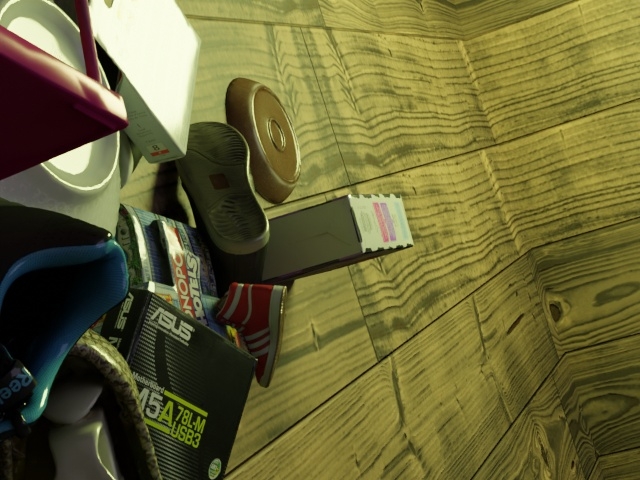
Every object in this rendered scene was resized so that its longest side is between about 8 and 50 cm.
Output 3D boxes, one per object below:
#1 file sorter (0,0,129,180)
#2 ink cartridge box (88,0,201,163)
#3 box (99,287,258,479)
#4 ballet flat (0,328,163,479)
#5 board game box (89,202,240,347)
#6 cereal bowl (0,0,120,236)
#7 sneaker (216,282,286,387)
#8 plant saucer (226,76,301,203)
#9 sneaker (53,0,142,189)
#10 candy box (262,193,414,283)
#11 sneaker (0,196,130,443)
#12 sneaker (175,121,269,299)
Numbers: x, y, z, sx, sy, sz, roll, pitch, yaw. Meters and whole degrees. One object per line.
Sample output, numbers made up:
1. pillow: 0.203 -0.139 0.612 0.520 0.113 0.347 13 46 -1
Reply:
1. file sorter: -0.292 -0.119 0.700 0.202 0.291 0.182 29 45 -61
2. ink cartridge box: -0.166 -0.175 1.136 0.179 0.045 0.145 52 33 -48
3. box: -0.138 0.157 1.124 0.191 0.045 0.184 42 61 -54
4. ballet flat: -0.141 0.287 0.881 0.182 0.164 0.482 164 -87 -73
5. board game box: -0.153 0.057 1.230 0.194 0.060 0.194 22 54 -65
6. cereal bowl: -0.254 -0.090 0.978 0.339 0.141 0.339 49 31 -45
7. sneaker: -0.071 0.091 1.281 0.042 0.067 0.118 -76 174 -59
8. plant saucer: -0.066 -0.131 1.644 0.168 0.029 0.168 53 28 -43
9. sneaker: -0.227 -0.198 1.197 0.147 0.105 0.295 -60 136 -65
10. candy box: 0.000 0.000 1.513 0.196 0.165 0.070 -7 80 -69
11. sneaker: -0.247 0.094 0.745 0.341 0.140 0.125 -56 136 -34
12. sneaker: -0.112 -0.027 1.405 0.222 0.083 0.118 -109 -162 -45
